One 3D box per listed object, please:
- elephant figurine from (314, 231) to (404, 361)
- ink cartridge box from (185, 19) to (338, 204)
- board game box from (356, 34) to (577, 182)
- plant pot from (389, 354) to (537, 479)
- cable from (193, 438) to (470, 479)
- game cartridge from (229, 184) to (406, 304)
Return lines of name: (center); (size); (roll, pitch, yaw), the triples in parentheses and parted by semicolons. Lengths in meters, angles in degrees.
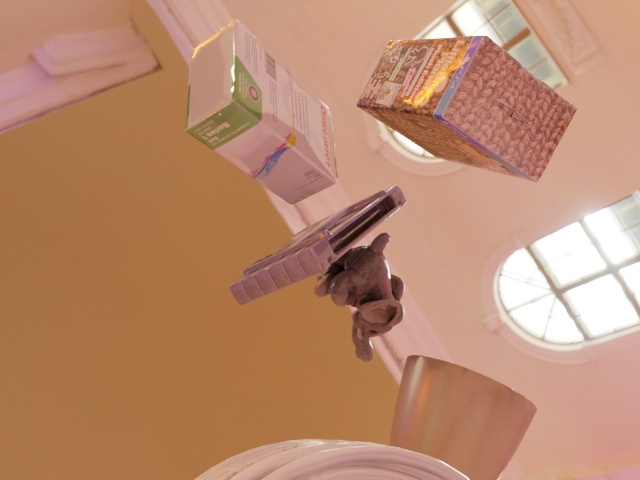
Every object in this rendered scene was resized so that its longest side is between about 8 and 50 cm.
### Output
elephant figurine: (0.115, 0.132, 1.330); (0.239, 0.186, 0.169); (48, -119, -18)
ink cartridge box: (-0.099, -0.220, 1.111); (0.278, 0.117, 0.201); (34, -140, -44)
board game box: (0.246, -0.237, 1.092); (0.232, 0.291, 0.141); (26, -87, -28)
plant pot: (0.232, 0.392, 1.141); (0.257, 0.257, 0.273); (34, -110, -25)
cable: (0.002, 0.242, 0.343); (0.257, 0.089, 0.256); (-15, -94, -24)
game cartridge: (0.000, 0.000, 1.207); (0.355, 0.230, 0.068); (-37, -76, -52)
